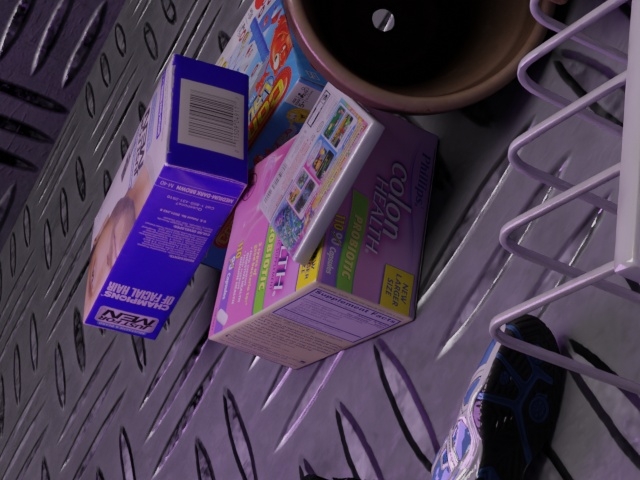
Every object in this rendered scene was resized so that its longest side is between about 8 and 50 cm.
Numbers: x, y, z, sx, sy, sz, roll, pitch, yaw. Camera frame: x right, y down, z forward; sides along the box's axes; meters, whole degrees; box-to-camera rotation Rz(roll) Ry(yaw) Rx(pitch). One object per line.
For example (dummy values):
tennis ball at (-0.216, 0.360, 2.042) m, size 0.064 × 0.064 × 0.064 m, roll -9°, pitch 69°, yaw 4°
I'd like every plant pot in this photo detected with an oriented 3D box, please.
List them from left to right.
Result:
plant pot at (0.080, -0.243, 1.289) m, size 0.229 × 0.263 × 0.263 m, roll 163°, pitch 127°, yaw -81°

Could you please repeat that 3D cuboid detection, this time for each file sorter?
file sorter at (0.235, -0.055, 0.840) m, size 0.173 × 0.193 × 0.277 m, roll -33°, pitch 41°, yaw 57°

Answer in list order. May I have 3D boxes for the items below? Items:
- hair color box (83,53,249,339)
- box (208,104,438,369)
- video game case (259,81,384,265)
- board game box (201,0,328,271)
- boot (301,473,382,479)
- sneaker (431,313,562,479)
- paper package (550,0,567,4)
hair color box at (-0.196, -0.046, 1.586) m, size 0.339 × 0.110 × 0.185 m, roll 123°, pitch 154°, yaw -45°
box at (0.000, 0.000, 1.365) m, size 0.243 × 0.117 × 0.213 m, roll -29°, pitch 45°, yaw 54°
video game case at (-0.002, -0.070, 1.262) m, size 0.157 × 0.019 × 0.143 m, roll -60°, pitch 26°, yaw 13°
board game box at (-0.087, -0.162, 1.718) m, size 0.308 × 0.086 × 0.302 m, roll -55°, pitch 27°, yaw 27°
boot at (-0.012, 0.321, 1.142) m, size 0.246 × 0.094 × 0.207 m, roll -22°, pitch 53°, yaw 49°
sneaker at (0.128, 0.157, 1.011) m, size 0.081 × 0.080 × 0.211 m, roll 2°, pitch 71°, yaw 61°
paper package at (0.149, -0.418, 1.098) m, size 0.325 × 0.309 × 0.168 m, roll -61°, pitch -16°, yaw -19°
